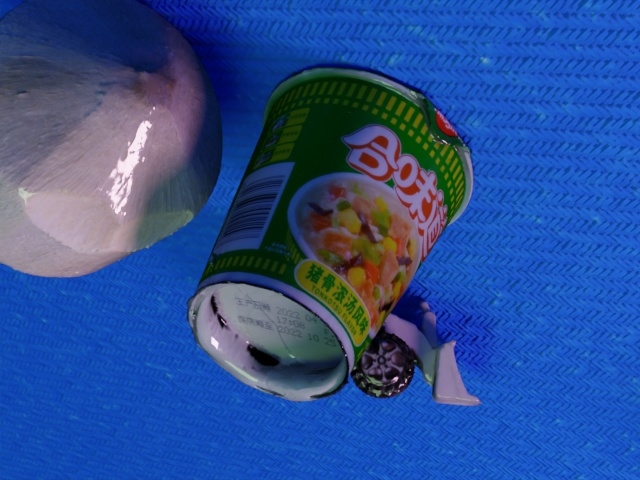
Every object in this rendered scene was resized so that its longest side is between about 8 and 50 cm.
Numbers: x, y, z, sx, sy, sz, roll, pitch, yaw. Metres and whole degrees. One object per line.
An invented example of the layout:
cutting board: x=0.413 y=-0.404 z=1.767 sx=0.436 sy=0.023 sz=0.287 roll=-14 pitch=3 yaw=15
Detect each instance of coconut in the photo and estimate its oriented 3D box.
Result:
coconut: x=-0.209 y=-0.096 z=1.243 sx=0.237 sy=0.237 sz=0.266 roll=46 pitch=140 yaw=-21

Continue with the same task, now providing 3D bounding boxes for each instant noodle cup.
instant noodle cup: x=0.000 y=0.000 z=1.219 sx=0.207 sy=0.232 sz=0.207 roll=17 pitch=141 yaw=15

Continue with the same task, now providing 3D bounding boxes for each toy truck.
toy truck: x=0.026 y=0.093 z=1.412 sx=0.286 sy=0.111 sz=0.136 roll=14 pitch=173 yaw=5
